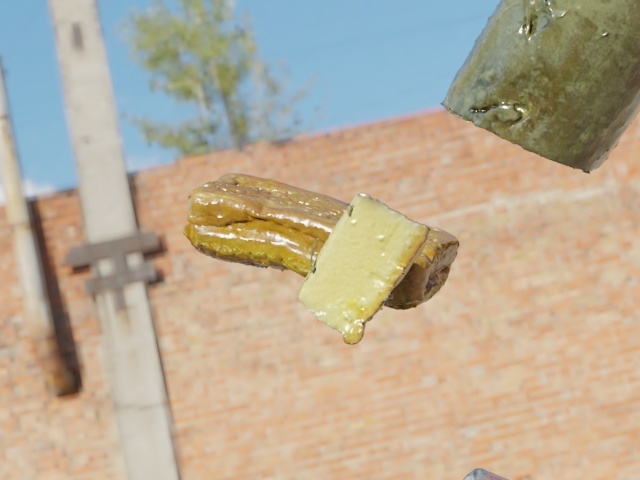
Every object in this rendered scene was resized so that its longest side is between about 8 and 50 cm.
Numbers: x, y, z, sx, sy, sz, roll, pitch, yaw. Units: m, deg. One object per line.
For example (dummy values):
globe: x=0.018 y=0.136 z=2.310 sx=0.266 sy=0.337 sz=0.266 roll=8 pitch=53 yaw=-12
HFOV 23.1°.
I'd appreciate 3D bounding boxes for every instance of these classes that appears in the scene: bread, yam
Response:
bread: x=0.031 y=0.024 z=1.388 sx=0.109 sy=0.084 sz=0.080 roll=-55 pitch=-6 yaw=-20
yam: x=0.243 y=-0.207 z=1.359 sx=0.168 sy=0.168 sz=0.304 roll=2 pitch=-56 yaw=-50
bread: x=0.000 y=-0.002 z=1.583 sx=0.271 sy=0.077 sz=0.139 roll=14 pitch=20 yaw=20

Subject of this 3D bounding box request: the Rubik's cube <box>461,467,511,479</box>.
Rubik's cube: x=0.195 y=0.415 z=1.586 sx=0.237 sy=0.238 sz=0.237 roll=26 pitch=-58 yaw=-19
